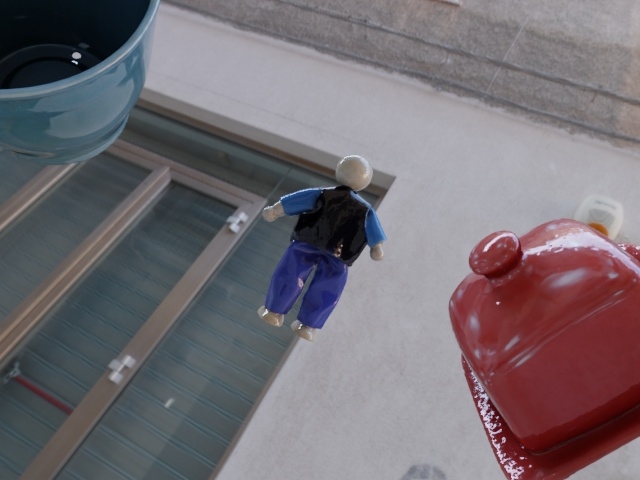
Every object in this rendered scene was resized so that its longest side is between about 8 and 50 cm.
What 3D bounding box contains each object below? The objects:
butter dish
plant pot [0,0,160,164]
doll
[{"bbox_3d":[0.142,0.043,0.324,0.160,0.160,0.118,-40,-77,15],"label":"butter dish"},{"bbox_3d":[-0.310,-0.210,0.541,0.272,0.271,0.255,36,-22,-4],"label":"plant pot"},{"bbox_3d":[0.000,0.000,0.504,0.129,0.188,0.046,25,2,-3],"label":"doll"}]
